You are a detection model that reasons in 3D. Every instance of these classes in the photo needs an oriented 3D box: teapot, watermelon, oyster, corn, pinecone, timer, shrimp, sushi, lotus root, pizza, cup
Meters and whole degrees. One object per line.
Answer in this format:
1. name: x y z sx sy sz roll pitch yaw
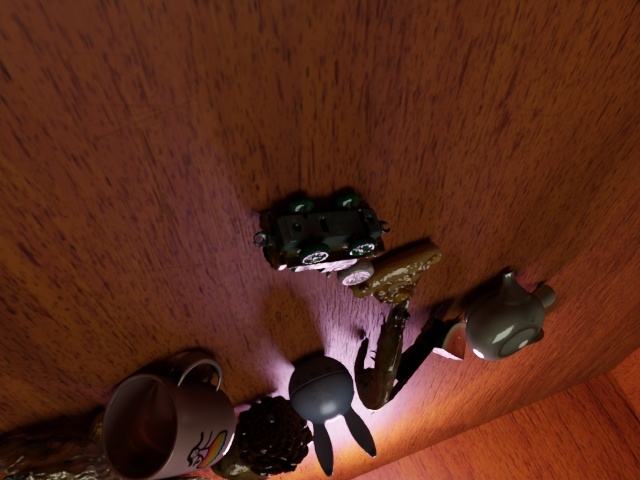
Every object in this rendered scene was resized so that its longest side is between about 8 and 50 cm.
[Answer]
1. teapot: 0.487 0.202 1.505 0.220 0.149 0.318 -47 143 20
2. watermelon: 0.346 0.285 1.575 0.125 0.094 0.135 -43 164 25
3. oyster: -0.488 0.444 1.168 0.355 0.107 0.201 23 157 -30
4. corn: -0.455 0.413 1.236 0.067 0.067 0.206 -3 145 -32
5. pinecone: -0.119 0.505 1.499 0.208 0.207 0.207 -18 150 -11
6. timer: 0.022 0.399 1.398 0.175 0.255 0.175 -24 174 -3
7. shrimp: 0.135 0.249 1.368 0.058 0.169 0.296 7 104 -28
8. sushi: 0.219 0.292 1.463 0.290 0.050 0.264 -46 169 -22
9. teapot: 0.045 0.038 1.004 0.083 0.064 0.064 -5 152 -22
10. lotus root: -0.207 0.634 1.710 0.145 0.128 0.260 -20 147 34
11. pizza: 0.144 0.081 1.149 0.182 0.062 0.161 -21 152 -9
12. cup: -0.272 0.337 1.162 0.200 0.191 0.252 26 91 -58

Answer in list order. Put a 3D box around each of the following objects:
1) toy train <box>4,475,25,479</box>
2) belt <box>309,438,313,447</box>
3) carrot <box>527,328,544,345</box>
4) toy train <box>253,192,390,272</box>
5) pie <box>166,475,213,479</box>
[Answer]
1. toy train: -0.663 0.538 1.326 0.092 0.029 0.045 -13 156 -22
2. belt: -0.088 0.638 1.881 0.071 0.053 0.232 -35 148 17
3. carrot: 0.585 0.290 1.807 0.342 0.070 0.070 8 137 -42
4. toy train: 0.000 0.000 0.888 0.228 0.091 0.136 -8 157 -27
5. pie: -0.452 0.797 1.834 0.248 0.090 0.201 7 141 -37
